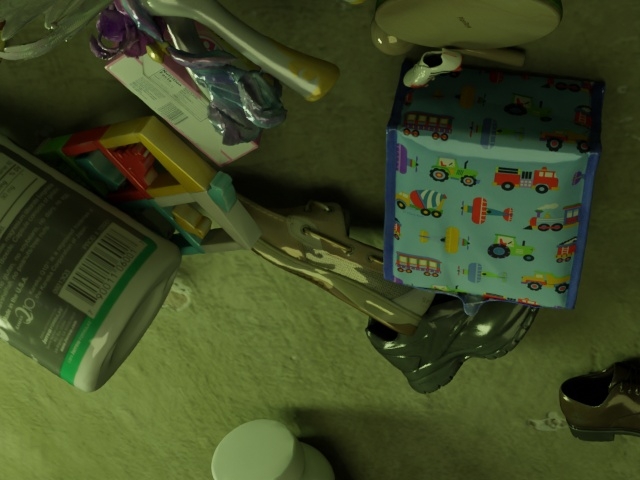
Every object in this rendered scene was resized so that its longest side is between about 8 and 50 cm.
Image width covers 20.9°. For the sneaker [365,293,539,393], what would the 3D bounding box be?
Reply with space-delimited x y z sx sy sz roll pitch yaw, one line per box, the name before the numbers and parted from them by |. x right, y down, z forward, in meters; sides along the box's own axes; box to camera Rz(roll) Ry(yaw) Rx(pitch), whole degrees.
sneaker | 0.161 0.087 2.098 0.130 0.109 0.286 37 133 -16

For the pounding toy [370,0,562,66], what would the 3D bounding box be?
pounding toy | 0.144 -0.261 1.726 0.183 0.110 0.237 3 169 -5

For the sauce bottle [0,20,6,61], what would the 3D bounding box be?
sauce bottle | -0.361 -0.243 1.909 0.042 0.042 0.128 20 139 -8

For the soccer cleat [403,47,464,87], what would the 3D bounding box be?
soccer cleat | 0.111 -0.180 1.789 0.035 0.029 0.083 21 156 -37

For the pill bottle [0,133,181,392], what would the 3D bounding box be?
pill bottle | -0.361 0.001 2.014 0.361 0.204 0.204 33 139 5

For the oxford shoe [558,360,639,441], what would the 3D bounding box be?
oxford shoe | 0.405 0.195 2.169 0.227 0.083 0.096 -11 129 25

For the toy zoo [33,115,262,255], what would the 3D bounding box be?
toy zoo | -0.190 -0.057 1.987 0.192 0.030 0.293 47 151 -24

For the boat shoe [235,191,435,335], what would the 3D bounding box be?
boat shoe | 0.000 0.000 2.049 0.302 0.098 0.109 30 -177 3

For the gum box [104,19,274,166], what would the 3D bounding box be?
gum box | -0.140 -0.182 1.866 0.062 0.107 0.188 -26 126 36

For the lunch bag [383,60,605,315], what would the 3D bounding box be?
lunch bag | 0.182 -0.030 1.895 0.221 0.138 0.293 7 129 7

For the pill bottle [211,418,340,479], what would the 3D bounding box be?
pill bottle | -0.040 0.388 2.442 0.169 0.169 0.301 -6 135 22

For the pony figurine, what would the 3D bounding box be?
pony figurine | -0.141 -0.261 1.656 0.363 0.303 0.351 42 87 -27
